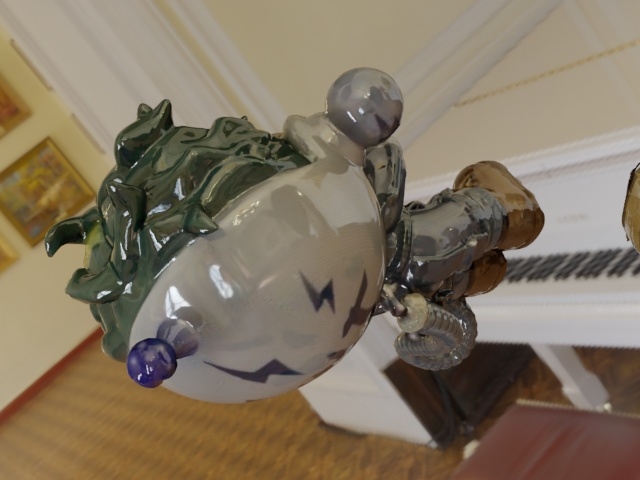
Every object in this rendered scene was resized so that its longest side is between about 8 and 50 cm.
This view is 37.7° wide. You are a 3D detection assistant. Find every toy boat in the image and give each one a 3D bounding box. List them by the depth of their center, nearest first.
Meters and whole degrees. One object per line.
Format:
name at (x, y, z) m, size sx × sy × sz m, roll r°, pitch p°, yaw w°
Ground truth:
toy boat at (0.292, -0.015, 0.767) m, size 0.064 × 0.072 × 0.206 m, roll -42°, pitch -26°, yaw 1°

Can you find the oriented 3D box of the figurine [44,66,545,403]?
figurine at (0.000, -0.004, 0.648) m, size 0.382 × 0.186 × 0.261 m, roll -10°, pitch -51°, yaw -47°
